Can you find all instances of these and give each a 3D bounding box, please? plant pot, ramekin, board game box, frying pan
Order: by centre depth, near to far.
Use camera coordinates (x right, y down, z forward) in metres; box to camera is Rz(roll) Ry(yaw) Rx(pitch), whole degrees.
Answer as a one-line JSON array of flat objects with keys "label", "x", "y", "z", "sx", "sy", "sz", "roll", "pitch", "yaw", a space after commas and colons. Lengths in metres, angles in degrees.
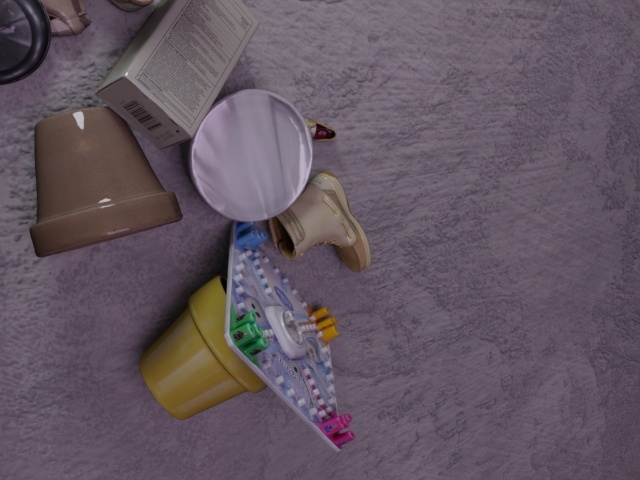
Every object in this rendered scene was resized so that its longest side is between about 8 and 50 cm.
[{"label": "frying pan", "x": -0.604, "y": -0.367, "z": 1.044, "sx": 0.326, "sy": 0.053, "sz": 0.197, "roll": 16, "pitch": 111, "yaw": -37}, {"label": "plant pot", "x": -0.403, "y": -0.112, "z": 1.163, "sx": 0.262, "sy": 0.263, "sz": 0.230, "roll": -16, "pitch": 95, "yaw": -27}, {"label": "ramekin", "x": -0.160, "y": -0.179, "z": 1.344, "sx": 0.272, "sy": 0.127, "sz": 0.273, "roll": -9, "pitch": 107, "yaw": -29}, {"label": "plant pot", "x": -0.234, "y": 0.241, "z": 1.359, "sx": 0.239, "sy": 0.254, "sz": 0.254, "roll": -37, "pitch": 120, "yaw": -1}, {"label": "board game box", "x": -0.060, "y": 0.185, "z": 1.367, "sx": 0.050, "sy": 0.390, "sz": 0.390, "roll": -29, "pitch": 122, "yaw": 14}]

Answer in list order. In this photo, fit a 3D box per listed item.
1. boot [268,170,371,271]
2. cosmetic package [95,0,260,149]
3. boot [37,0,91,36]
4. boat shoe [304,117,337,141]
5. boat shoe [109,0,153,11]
[{"label": "boot", "x": 0.000, "y": 0.000, "z": 1.484, "sx": 0.203, "sy": 0.095, "sz": 0.262, "roll": -40, "pitch": 117, "yaw": -34}, {"label": "cosmetic package", "x": -0.252, "y": -0.338, "z": 1.184, "sx": 0.160, "sy": 0.113, "sz": 0.310, "roll": 44, "pitch": 54, "yaw": -32}, {"label": "boot", "x": -0.465, "y": -0.419, "z": 1.145, "sx": 0.087, "sy": 0.042, "sz": 0.119, "roll": -34, "pitch": 121, "yaw": -25}, {"label": "boat shoe", "x": -0.023, "y": -0.250, "z": 1.457, "sx": 0.135, "sy": 0.045, "sz": 0.050, "roll": 1, "pitch": 103, "yaw": -32}, {"label": "boat shoe", "x": -0.411, "y": -0.519, "z": 1.112, "sx": 0.302, "sy": 0.098, "sz": 0.109, "roll": 41, "pitch": 81, "yaw": -33}]
